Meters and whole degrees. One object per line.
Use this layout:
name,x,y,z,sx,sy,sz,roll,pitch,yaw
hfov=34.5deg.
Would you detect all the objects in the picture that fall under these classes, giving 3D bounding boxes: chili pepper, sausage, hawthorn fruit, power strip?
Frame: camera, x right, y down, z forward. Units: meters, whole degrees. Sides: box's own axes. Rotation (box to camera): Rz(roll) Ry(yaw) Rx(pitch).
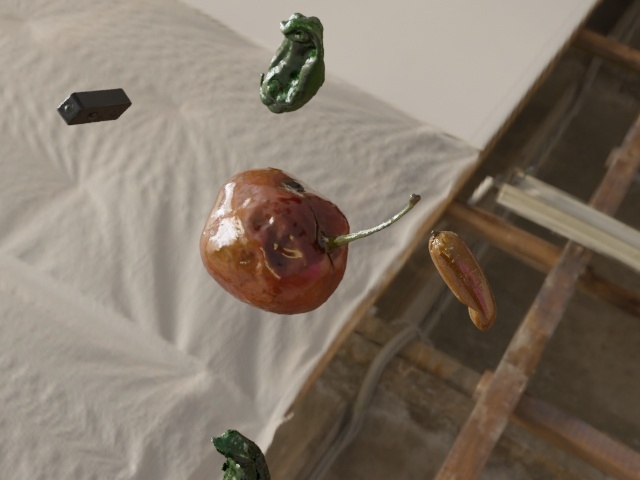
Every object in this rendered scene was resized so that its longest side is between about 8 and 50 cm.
chili pepper,-0.144,0.316,1.279,0.122,0.279,0.065,47,-138,-5
chili pepper,-0.040,-0.255,1.516,0.100,0.257,0.074,31,-119,0
sausage,0.206,0.055,1.456,0.054,0.183,0.062,-32,-160,3
hawthorn fruit,0.000,0.000,1.090,0.285,0.165,0.165,-1,-157,41
power strip,-0.280,-0.166,1.283,0.029,0.038,0.111,54,-154,6
